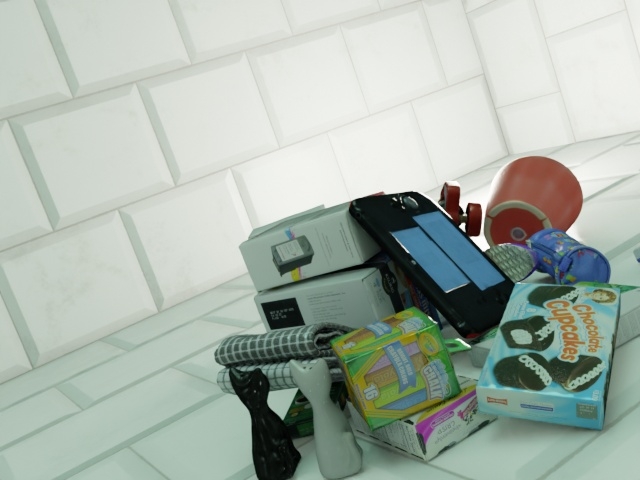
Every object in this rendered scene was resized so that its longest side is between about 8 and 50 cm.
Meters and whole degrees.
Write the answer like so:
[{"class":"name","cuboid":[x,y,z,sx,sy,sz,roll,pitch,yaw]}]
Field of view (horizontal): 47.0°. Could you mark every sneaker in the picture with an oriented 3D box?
[{"class":"sneaker","cuboid":[0.461,0.061,1.844,0.146,0.102,0.293,-17,-8,-28]}]

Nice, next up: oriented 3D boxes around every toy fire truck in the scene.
[{"class":"toy fire truck","cuboid":[0.360,-0.024,2.123,0.169,0.302,0.254,1,15,2]}]

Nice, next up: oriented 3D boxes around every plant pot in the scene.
[{"class":"plant pot","cuboid":[0.591,-0.074,2.106,0.275,0.275,0.243,-14,21,34]}]

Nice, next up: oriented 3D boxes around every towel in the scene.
[{"class":"towel","cuboid":[-0.035,0.226,1.441,0.235,0.121,0.283,-14,-12,29]}]

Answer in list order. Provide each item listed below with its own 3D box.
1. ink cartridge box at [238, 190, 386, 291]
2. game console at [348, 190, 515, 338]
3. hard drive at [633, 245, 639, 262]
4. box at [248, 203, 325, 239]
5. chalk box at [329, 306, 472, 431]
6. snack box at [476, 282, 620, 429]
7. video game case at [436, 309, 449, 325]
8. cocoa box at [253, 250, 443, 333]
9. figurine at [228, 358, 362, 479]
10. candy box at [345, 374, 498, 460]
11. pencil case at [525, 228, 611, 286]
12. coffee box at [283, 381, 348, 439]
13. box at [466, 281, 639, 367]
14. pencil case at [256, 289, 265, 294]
[{"class":"ink cartridge box","cuboid":[0.000,0.000,1.736,0.306,0.131,0.226,-18,7,33]},{"class":"game console","cuboid":[0.268,0.037,1.624,0.060,0.386,0.342,-51,-22,24]},{"class":"hard drive","cuboid":[0.815,-0.021,1.561,0.210,0.040,0.319,-19,-11,4]},{"class":"box","cuboid":[-0.034,0.103,2.007,0.215,0.345,0.168,-20,8,4]},{"class":"chalk box","cuboid":[0.145,0.201,1.235,0.213,0.132,0.132,-22,10,-8]},{"class":"snack box","cuboid":[0.391,0.178,1.232,0.187,0.060,0.322,2,28,26]},{"class":"video game case","cuboid":[0.288,0.159,1.840,0.143,0.019,0.157,-22,32,-10]},{"class":"cocoa box","cuboid":[0.065,0.171,1.739,0.347,0.231,0.228,-13,11,41]},{"class":"figurine","cuboid":[-0.044,0.300,1.260,0.215,0.209,0.092,-14,10,30]},{"class":"candy box","cuboid":[0.171,0.293,1.292,0.159,0.071,0.233,-23,10,-26]},{"class":"pencil case","cuboid":[0.571,0.047,1.732,0.133,0.119,0.306,21,9,-3]},{"class":"coffee box","cuboid":[-0.005,0.338,1.502,0.113,0.040,0.184,-17,9,12]},{"class":"box","cuboid":[0.476,0.170,1.422,0.322,0.058,0.232,-22,9,-22]},{"class":"pencil case","cuboid":[0.013,0.151,2.228,0.410,0.160,0.183,-19,18,5]}]
